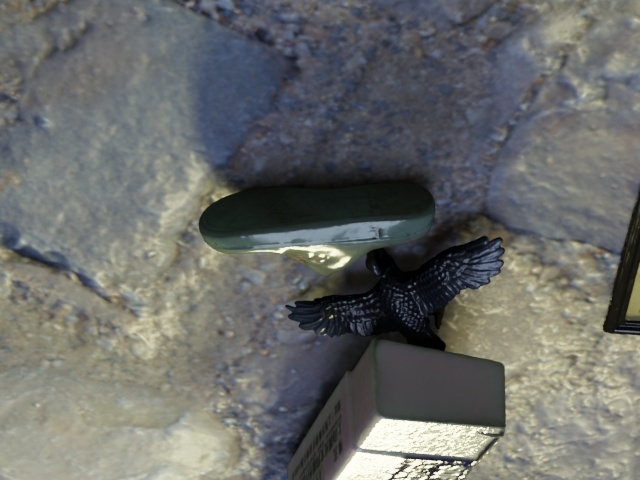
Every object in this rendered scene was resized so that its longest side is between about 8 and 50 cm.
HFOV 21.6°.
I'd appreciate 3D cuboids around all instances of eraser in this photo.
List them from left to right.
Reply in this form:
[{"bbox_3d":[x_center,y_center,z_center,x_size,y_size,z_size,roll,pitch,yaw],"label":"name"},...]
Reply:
[{"bbox_3d":[0.063,0.189,1.528,0.130,0.086,0.287,9,148,-14],"label":"eraser"}]

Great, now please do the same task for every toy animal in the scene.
[{"bbox_3d":[0.072,0.050,1.449,0.220,0.062,0.108,-18,133,27],"label":"toy animal"}]

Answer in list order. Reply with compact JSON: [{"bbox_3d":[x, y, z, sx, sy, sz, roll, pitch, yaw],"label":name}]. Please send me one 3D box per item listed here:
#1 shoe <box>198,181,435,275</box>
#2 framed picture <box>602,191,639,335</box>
[{"bbox_3d":[0.000,0.000,1.387,0.195,0.079,0.078,-8,121,3],"label":"shoe"},{"bbox_3d":[0.356,0.017,1.443,0.195,0.010,0.199,3,135,-2],"label":"framed picture"}]
